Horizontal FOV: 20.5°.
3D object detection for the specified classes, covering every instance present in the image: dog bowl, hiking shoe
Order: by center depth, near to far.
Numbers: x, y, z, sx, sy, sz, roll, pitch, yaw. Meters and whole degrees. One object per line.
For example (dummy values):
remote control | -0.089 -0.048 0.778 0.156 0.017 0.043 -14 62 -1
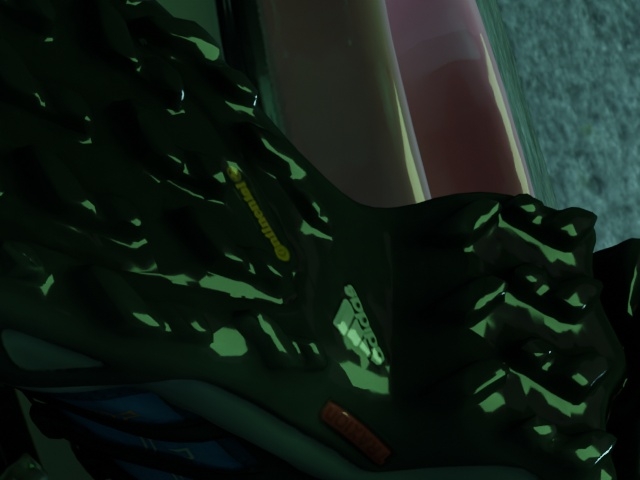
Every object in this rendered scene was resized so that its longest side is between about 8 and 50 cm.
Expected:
hiking shoe | -0.047 0.022 0.444 0.304 0.132 0.113 28 46 -20
dog bowl | 0.000 0.000 0.715 0.408 0.150 0.408 -15 90 -78

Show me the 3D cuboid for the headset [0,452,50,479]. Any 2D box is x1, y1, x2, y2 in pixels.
headset | 0.033 0.209 0.425 0.394 0.243 0.185 46 -26 6
